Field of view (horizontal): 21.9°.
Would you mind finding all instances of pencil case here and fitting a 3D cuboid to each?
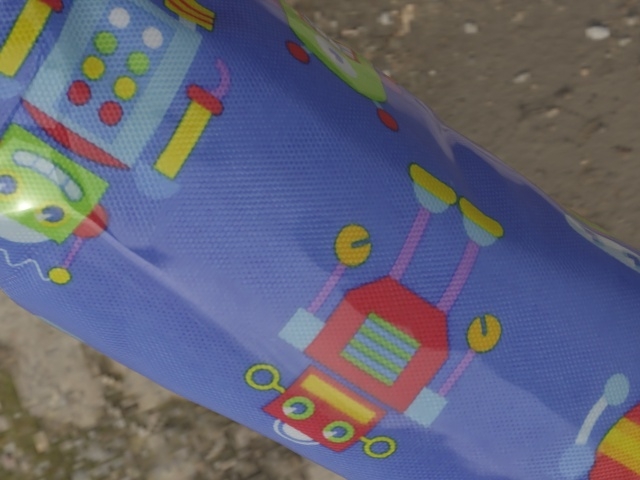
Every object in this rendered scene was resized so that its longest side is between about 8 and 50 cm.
[{"bbox_3d":[0.000,0.000,0.504,0.119,0.306,0.133,-49,29,19],"label":"pencil case"}]
